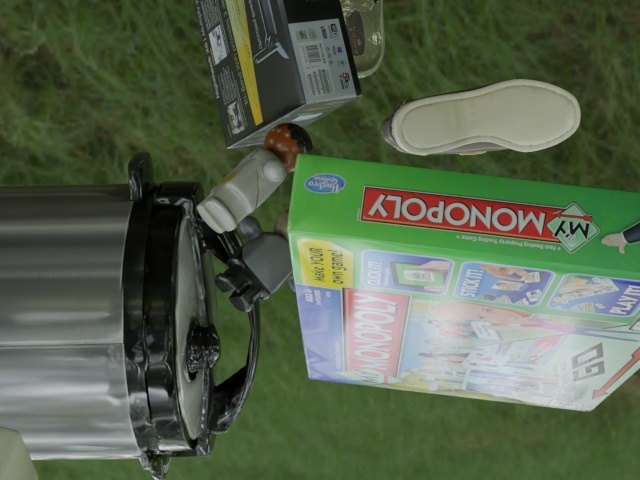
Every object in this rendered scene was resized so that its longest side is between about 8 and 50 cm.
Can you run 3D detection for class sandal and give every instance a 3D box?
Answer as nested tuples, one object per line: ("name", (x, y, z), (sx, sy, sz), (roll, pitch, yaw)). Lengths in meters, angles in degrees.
("sandal", (0.043, -0.398, 1.644), (0.120, 0.303, 0.086), (-14, -172, -1))

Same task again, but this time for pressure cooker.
("pressure cooker", (-0.288, 0.110, 1.421), (0.420, 0.375, 0.370), (-2, 149, 3))

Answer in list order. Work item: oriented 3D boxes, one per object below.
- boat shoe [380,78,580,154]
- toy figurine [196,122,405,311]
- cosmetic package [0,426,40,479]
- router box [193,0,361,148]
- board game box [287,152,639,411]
("boat shoe", (0.257, -0.193, 1.746), (0.324, 0.117, 0.097), (-9, -173, -16))
("toy figurine", (0.000, 0.000, 1.069), (0.209, 0.148, 0.213), (29, 150, 28))
("cosmetic package", (-0.324, 0.275, 0.750), (0.160, 0.309, 0.113), (12, 148, 4))
("router box", (-0.071, -0.289, 1.342), (0.081, 0.309, 0.243), (-12, 178, -28))
("board game box", (0.094, 0.042, 0.665), (0.213, 0.046, 0.317), (6, 161, 4))
